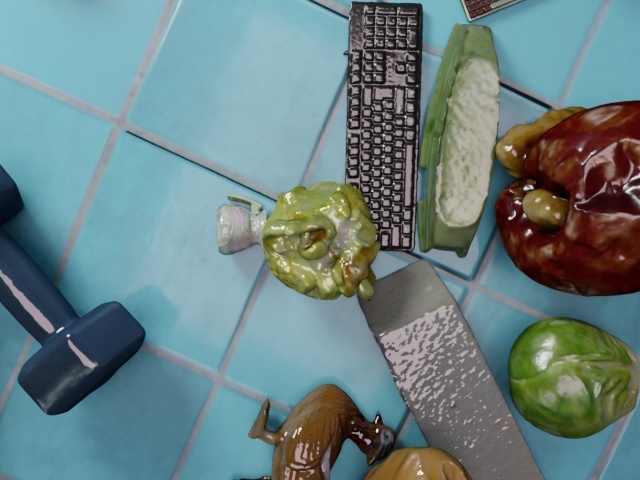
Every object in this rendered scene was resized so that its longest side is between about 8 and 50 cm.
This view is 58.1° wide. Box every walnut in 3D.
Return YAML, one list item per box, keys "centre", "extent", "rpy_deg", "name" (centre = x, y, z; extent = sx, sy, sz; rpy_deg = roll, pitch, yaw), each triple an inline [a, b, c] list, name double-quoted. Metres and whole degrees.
- centre: [0.343, -0.060, 0.646]
  extent: [0.268, 0.244, 0.222]
  rpy_deg: [-3, 131, -8]
  name: "walnut"

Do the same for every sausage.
- centre: [0.099, 0.330, 0.665]
  extent: [0.120, 0.136, 0.241]
  rpy_deg: [7, 137, -19]
  name: "sausage"

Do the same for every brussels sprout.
- centre: [0.301, 0.165, 0.690]
  extent: [0.154, 0.117, 0.155]
  rpy_deg: [0, 90, 11]
  name: "brussels sprout"

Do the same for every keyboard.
- centre: [0.252, -0.328, 0.712]
  extent: [0.165, 0.017, 0.055]
  rpy_deg: [-22, 92, 2]
  name: "keyboard"
- centre: [0.075, -0.141, 0.727]
  extent: [0.100, 0.018, 0.310]
  rpy_deg: [2, 93, 1]
  name: "keyboard"

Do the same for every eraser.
- centre: [0.166, 0.203, 0.717]
  extent: [0.111, 0.077, 0.353]
  rpy_deg: [-27, 92, 0]
  name: "eraser"

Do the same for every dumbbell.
- centre: [-0.359, 0.049, 0.687]
  extent: [0.156, 0.143, 0.316]
  rpy_deg: [-40, 92, 4]
  name: "dumbbell"

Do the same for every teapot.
- centre: [-0.097, -0.022, 0.723]
  extent: [0.064, 0.064, 0.083]
  rpy_deg: [0, 62, -6]
  name: "teapot"

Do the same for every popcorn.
- centre: [0.000, 0.000, 0.683]
  extent: [0.162, 0.135, 0.142]
  rpy_deg: [15, 72, -27]
  name: "popcorn"

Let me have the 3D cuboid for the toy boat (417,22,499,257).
- centre: [0.173, -0.124, 0.707]
  extent: [0.093, 0.055, 0.293]
  rpy_deg: [7, 94, -1]
  name: "toy boat"

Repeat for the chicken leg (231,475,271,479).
- centre: [-0.052, 0.334, 0.750]
  extent: [0.144, 0.037, 0.062]
  rpy_deg: [1, 115, 2]
  name: "chicken leg"

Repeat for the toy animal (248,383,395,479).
- centre: [-0.005, 0.273, 0.714]
  extent: [0.179, 0.089, 0.188]
  rpy_deg: [22, 72, -4]
  name: "toy animal"
